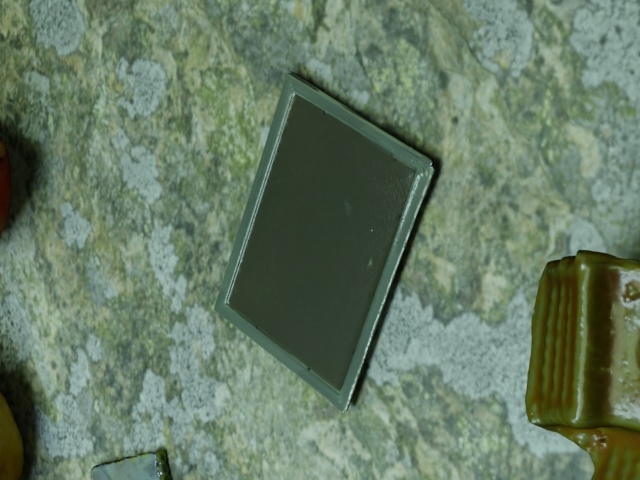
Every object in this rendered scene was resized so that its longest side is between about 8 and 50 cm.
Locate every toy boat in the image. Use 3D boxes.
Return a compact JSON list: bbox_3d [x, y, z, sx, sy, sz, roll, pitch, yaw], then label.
[{"bbox_3d":[-0.194,0.254,1.776,0.115,0.016,0.063,-18,81,45],"label":"toy boat"}]

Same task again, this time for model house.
[{"bbox_3d":[0.236,0.126,1.231,0.239,0.173,0.268,7,95,43],"label":"model house"}]

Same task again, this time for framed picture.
[{"bbox_3d":[0.000,0.000,1.568,0.197,0.014,0.252,35,116,38],"label":"framed picture"}]

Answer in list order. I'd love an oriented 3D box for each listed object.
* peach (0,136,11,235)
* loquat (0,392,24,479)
[{"bbox_3d":[-0.476,-0.068,1.859,0.338,0.281,0.281,-21,78,48],"label":"peach"},{"bbox_3d":[-0.427,0.233,1.879,0.208,0.208,0.208,4,95,45],"label":"loquat"}]
